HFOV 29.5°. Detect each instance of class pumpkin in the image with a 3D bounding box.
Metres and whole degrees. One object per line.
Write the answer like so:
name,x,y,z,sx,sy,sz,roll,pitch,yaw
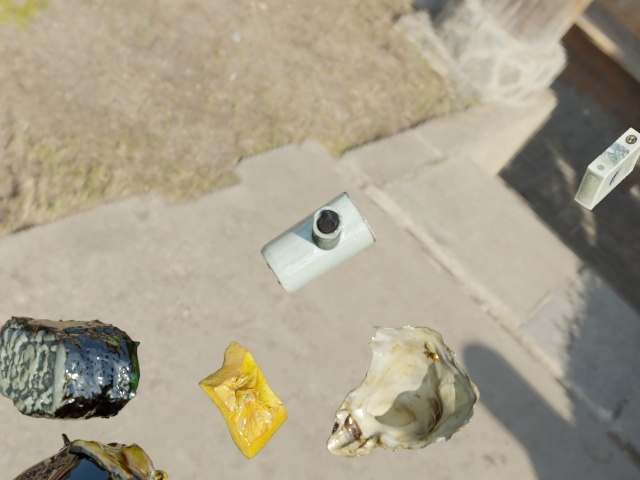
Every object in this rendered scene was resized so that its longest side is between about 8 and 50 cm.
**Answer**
pumpkin,-0.071,0.155,1.203,0.101,0.035,0.073,56,39,-9

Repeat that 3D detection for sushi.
sushi,-0.267,0.330,1.458,0.204,0.213,0.200,-46,111,-32
sushi,-0.320,0.163,1.549,0.127,0.225,0.124,4,89,-38

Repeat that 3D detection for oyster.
oyster,0.103,0.199,1.527,0.107,0.233,0.161,-9,62,-48

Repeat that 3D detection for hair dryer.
hair dryer,0.000,0.000,1.392,0.073,0.131,0.236,57,-4,1

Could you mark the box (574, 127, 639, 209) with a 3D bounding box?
box,0.304,-0.075,1.278,0.024,0.054,0.083,39,57,19
